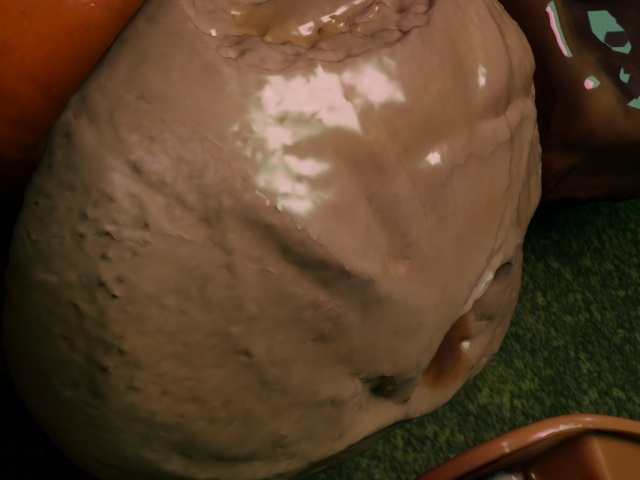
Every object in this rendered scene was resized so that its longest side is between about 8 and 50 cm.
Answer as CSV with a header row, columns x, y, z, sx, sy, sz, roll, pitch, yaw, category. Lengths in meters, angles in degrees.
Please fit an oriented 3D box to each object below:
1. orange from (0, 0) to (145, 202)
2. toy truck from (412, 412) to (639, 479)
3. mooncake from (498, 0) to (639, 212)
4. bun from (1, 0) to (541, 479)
x,y,z,sx,sy,sz,roll,pitch,yaw,category
-0.171,-0.158,0.919,0.284,0.226,0.284,23,44,-24,orange
0.156,0.241,0.972,0.288,0.204,0.212,3,58,-43,toy truck
0.284,-0.177,1.242,0.246,0.394,0.393,69,17,13,mooncake
0.004,0.003,0.856,0.202,0.364,0.364,31,33,25,bun
